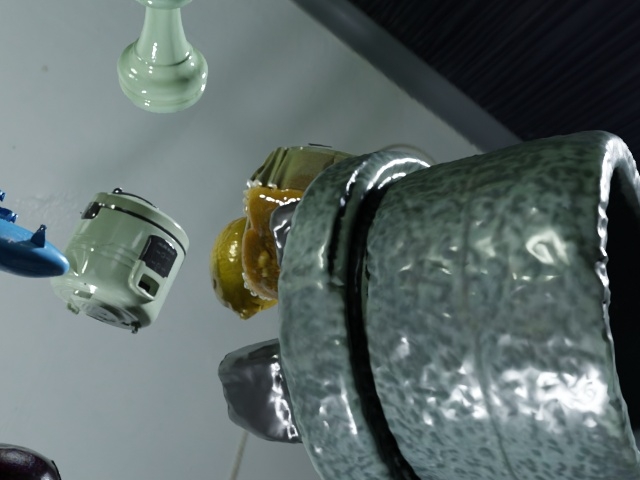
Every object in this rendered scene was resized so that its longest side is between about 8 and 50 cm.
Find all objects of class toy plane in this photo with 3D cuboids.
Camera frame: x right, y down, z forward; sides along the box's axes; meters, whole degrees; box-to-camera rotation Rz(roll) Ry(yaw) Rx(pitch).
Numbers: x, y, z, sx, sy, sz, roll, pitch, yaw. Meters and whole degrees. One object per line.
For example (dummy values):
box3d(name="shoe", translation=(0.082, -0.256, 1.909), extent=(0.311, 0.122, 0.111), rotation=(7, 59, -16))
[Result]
box3d(name="toy plane", translation=(-0.449, -0.014, 0.948), extent=(0.271, 0.105, 0.254), rotation=(15, 47, -13))

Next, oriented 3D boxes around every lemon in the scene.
box3d(name="lemon", translation=(-0.149, 0.052, 1.633), extent=(0.188, 0.188, 0.257), rotation=(22, 60, -19))

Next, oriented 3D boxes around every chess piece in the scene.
box3d(name="chess piece", translation=(-0.068, -0.102, 0.326), extent=(0.042, 0.093, 0.042), rotation=(5, 51, -6))

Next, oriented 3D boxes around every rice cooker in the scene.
box3d(name="rice cooker", translation=(-0.369, 0.035, 1.431), extent=(0.226, 0.226, 0.244), rotation=(28, 61, -17))

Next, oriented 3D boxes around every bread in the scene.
box3d(name="bread", translation=(0.000, -0.001, 0.937), extent=(0.192, 0.210, 0.110), rotation=(14, 44, 6))

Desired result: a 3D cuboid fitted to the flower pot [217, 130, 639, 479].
box3d(name="flower pot", translation=(0.103, 0.064, 0.577), extent=(0.299, 0.282, 0.299), rotation=(26, 60, -54))

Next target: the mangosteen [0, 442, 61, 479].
box3d(name="mangosteen", translation=(-0.516, 0.464, 1.194), extent=(0.233, 0.287, 0.288), rotation=(-2, 72, -34))
